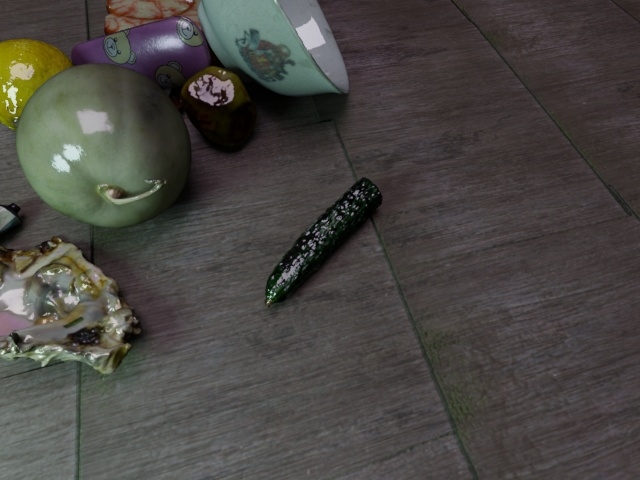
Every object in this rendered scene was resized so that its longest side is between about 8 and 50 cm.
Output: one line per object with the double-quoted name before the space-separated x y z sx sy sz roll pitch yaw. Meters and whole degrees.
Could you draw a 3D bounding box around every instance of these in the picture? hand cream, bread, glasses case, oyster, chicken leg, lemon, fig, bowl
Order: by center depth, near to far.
"oyster" -0.428 0.103 0.609 0.354 0.107 0.201 29 33 25
"hand cream" -0.599 0.035 0.674 0.075 0.052 0.248 12 62 32
"lemon" -0.564 -0.300 0.804 0.180 0.181 0.193 -20 29 -14
"fig" -0.204 -0.279 0.823 0.153 0.144 0.166 18 34 -25
"glasses case" -0.375 -0.373 0.841 0.315 0.123 0.076 -5 36 18
"bowl" -0.123 -0.459 0.844 0.195 0.434 0.435 -24 57 20
"chicken leg" -0.284 -0.332 0.907 0.205 0.053 0.093 -41 82 -19
"bread" -0.359 -0.528 0.985 0.294 0.114 0.328 -5 58 -5

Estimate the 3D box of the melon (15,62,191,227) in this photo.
"melon" -0.348 -0.158 0.678 0.271 0.272 0.308 3 41 0

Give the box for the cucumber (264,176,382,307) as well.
"cucumber" 0.000 0.000 0.698 0.067 0.068 0.293 37 66 19
